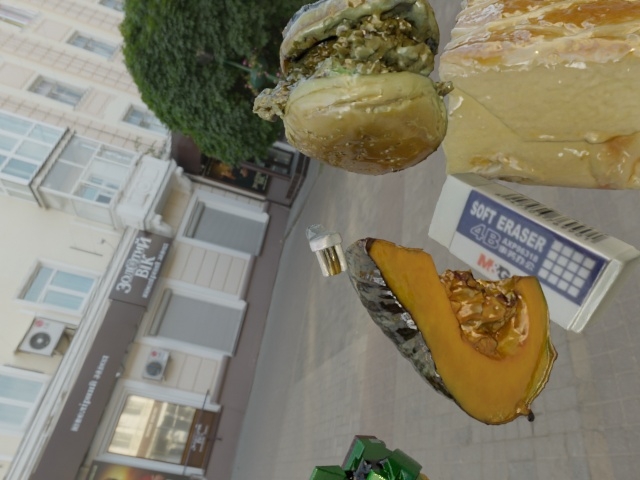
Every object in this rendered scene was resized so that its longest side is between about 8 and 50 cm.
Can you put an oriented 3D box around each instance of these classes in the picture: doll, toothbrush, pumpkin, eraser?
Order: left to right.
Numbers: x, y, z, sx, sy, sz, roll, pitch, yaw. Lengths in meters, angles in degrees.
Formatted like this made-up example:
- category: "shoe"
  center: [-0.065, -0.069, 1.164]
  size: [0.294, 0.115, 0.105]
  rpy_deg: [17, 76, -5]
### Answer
- category: "toothbrush"
  center: [-0.001, -0.002, 0.433]
  size: [0.342, 0.025, 0.030]
  rpy_deg: [-128, 20, -85]
- category: "doll"
  center: [0.090, 0.325, 0.500]
  size: [0.134, 0.186, 0.106]
  rpy_deg: [17, -82, -62]
- category: "pumpkin"
  center: [0.126, 0.108, 0.449]
  size: [0.111, 0.278, 0.163]
  rpy_deg: [-23, 58, 56]
- category: "eraser"
  center: [0.304, 0.003, 0.630]
  size: [0.279, 0.081, 0.124]
  rpy_deg: [42, 133, 42]

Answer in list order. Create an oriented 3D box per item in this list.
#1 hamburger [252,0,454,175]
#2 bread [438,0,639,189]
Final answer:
- category: "hamburger"
  center: [0.024, -0.128, 0.367]
  size: [0.159, 0.184, 0.132]
  rpy_deg: [10, -100, -74]
- category: "bread"
  center: [0.414, -0.285, 0.675]
  size: [0.371, 0.389, 0.279]
  rpy_deg: [-66, -34, -30]
